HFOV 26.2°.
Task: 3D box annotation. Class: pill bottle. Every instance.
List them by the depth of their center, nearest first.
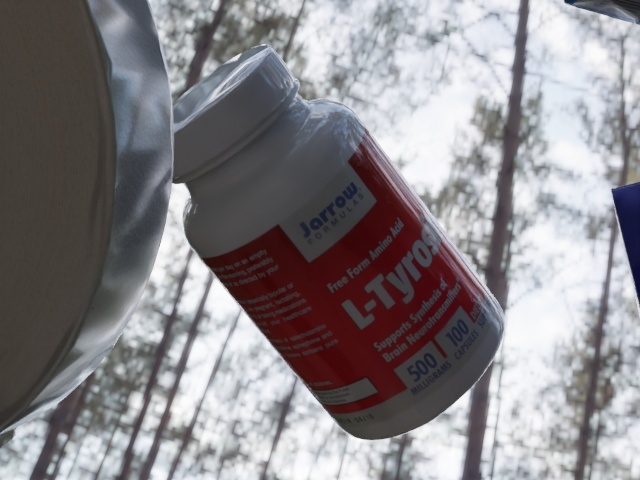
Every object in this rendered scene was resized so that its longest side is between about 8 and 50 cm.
[{"bbox_3d":[0.000,0.000,1.480,0.229,0.229,0.408,-25,-68,36],"label":"pill bottle"}]

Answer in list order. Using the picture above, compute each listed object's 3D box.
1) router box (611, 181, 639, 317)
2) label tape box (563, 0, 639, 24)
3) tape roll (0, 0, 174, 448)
[{"bbox_3d":[0.380,0.151,1.368,0.082,0.336,0.301,-14,-33,12],"label":"router box"},{"bbox_3d":[0.324,-0.389,1.208,0.105,0.334,0.240,13,-12,-9],"label":"label tape box"},{"bbox_3d":[-0.265,-0.059,0.763,0.392,0.072,0.392,4,-79,20],"label":"tape roll"}]
